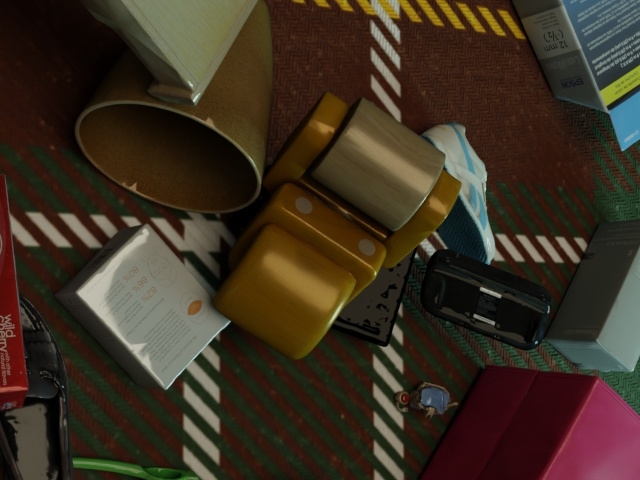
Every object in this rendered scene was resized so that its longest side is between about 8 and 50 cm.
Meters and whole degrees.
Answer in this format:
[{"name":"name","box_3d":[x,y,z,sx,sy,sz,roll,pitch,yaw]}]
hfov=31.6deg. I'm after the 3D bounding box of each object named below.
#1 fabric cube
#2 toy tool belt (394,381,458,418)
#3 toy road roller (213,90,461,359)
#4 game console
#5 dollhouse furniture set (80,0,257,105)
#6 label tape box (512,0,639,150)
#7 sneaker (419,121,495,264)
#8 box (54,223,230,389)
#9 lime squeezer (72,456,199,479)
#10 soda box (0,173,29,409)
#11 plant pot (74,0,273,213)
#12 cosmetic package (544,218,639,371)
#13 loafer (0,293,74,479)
[{"name":"fabric cube","box_3d":[0.333,0.364,1.649,0.254,0.259,0.258,42,69,-22]},{"name":"toy tool belt","box_3d":[0.158,0.236,1.671,0.083,0.051,0.052,11,80,-29]},{"name":"toy road roller","box_3d":[0.000,0.000,1.419,0.203,0.329,0.240,33,52,-8]},{"name":"game console","box_3d":[0.166,0.072,1.641,0.361,0.044,0.213,21,76,-10]},{"name":"dollhouse furniture set","box_3d":[-0.305,-0.323,1.281,0.362,0.394,0.256,-62,144,-19]},{"name":"label tape box","box_3d":[0.474,-0.350,1.872,0.249,0.115,0.347,-33,106,-28]},{"name":"sneaker","box_3d":[0.219,-0.069,1.713,0.092,0.087,0.228,-32,107,-37]},{"name":"box","box_3d":[-0.224,0.085,1.432,0.130,0.091,0.170,-47,109,-25]},{"name":"lime squeezer","box_3d":[-0.200,0.338,1.461,0.110,0.059,0.310,-41,111,8]},{"name":"soda box","box_3d":[-0.393,0.060,1.287,0.092,0.083,0.263,-4,70,-21]},{"name":"plant pot","box_3d":[-0.153,-0.201,1.437,0.237,0.237,0.254,32,59,-25]},{"name":"cosmetic package","box_3d":[0.477,0.089,1.831,0.107,0.127,0.238,41,65,-22]},{"name":"loafer","box_3d":[-0.341,0.204,1.341,0.109,0.095,0.302,-11,88,-23]}]
